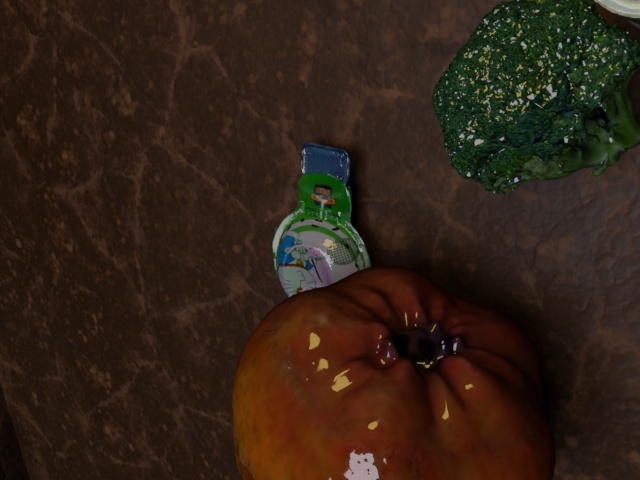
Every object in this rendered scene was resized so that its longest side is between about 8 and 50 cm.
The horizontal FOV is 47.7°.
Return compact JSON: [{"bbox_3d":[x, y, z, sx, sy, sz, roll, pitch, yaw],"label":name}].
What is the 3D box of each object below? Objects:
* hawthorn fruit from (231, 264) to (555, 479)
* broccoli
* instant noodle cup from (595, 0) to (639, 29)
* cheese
[{"bbox_3d":[0.079,0.276,1.025,0.472,0.472,0.471,13,113,33],"label":"hawthorn fruit"},{"bbox_3d":[0.261,-0.170,0.875,0.295,0.245,0.265,-6,63,58],"label":"broccoli"},{"bbox_3d":[0.362,-0.299,0.742,0.193,0.212,0.193,13,113,33],"label":"instant noodle cup"},{"bbox_3d":[0.000,0.000,1.200,0.204,0.083,0.320,16,115,32],"label":"cheese"}]
